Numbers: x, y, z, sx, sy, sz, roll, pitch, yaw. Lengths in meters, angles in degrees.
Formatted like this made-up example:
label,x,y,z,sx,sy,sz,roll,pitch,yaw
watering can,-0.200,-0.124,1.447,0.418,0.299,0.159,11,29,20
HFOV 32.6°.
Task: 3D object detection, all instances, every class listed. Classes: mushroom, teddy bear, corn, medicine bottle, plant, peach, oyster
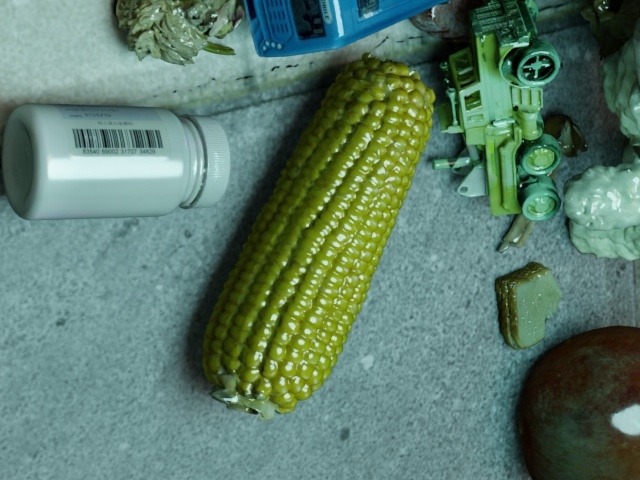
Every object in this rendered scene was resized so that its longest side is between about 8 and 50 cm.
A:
label,x,y,z,sx,sy,sz,roll,pitch,yaw
mushroom,0.271,-0.066,1.348,0.060,0.061,0.187,17,95,-42
teddy bear,0.364,-0.153,1.226,0.362,0.375,0.327,44,79,-23
corn,0.000,0.000,1.122,0.144,0.144,0.387,33,78,-36
medicine bottle,-0.183,-0.071,0.992,0.186,0.103,0.103,-4,103,-35
plant,-0.127,-0.206,1.034,0.116,0.104,0.122,-16,152,5
peach,0.371,0.233,1.385,0.252,0.252,0.252,-9,106,-34
oyster,0.334,-0.308,1.250,0.337,0.133,0.198,-11,88,-57

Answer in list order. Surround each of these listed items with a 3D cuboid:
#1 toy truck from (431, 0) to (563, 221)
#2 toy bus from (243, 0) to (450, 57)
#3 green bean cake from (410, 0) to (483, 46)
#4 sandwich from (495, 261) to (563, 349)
label,x,y,z,sx,sy,sz,roll,pitch,yaw
toy truck,0.189,-0.140,1.203,0.135,0.128,0.259,-7,135,0
toy bus,0.039,-0.261,1.063,0.246,0.134,0.113,-32,118,-43
green bean cake,0.164,-0.286,1.217,0.135,0.056,0.136,11,94,-39
sandwich,0.265,0.084,1.389,0.093,0.035,0.105,-16,110,-33
